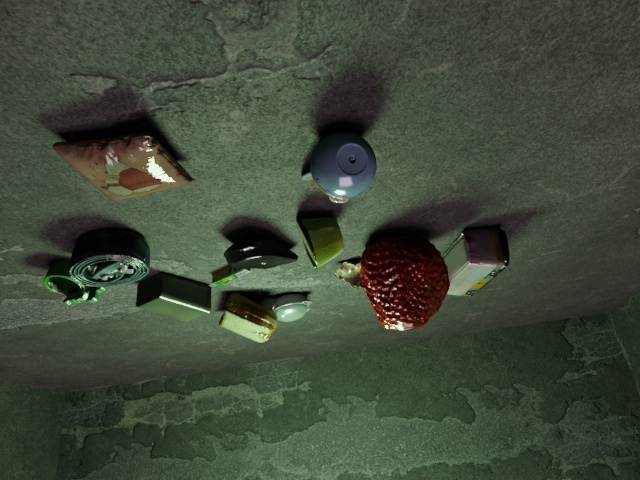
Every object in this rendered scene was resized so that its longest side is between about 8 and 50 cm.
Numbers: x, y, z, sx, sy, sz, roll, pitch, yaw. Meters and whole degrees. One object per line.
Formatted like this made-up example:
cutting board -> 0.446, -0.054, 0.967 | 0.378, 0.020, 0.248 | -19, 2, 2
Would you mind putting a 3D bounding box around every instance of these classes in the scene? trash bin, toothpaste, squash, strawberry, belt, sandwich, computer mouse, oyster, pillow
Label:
trash bin -> -0.570, 0.222, 1.783 | 0.164, 0.122, 0.241 | -22, 148, 26
toothpaste -> -0.340, 0.124, 1.727 | 0.179, 0.043, 0.037 | -24, 147, 30
squash -> 0.000, 0.000, 1.447 | 0.123, 0.170, 0.170 | -16, 156, -11
strawberry -> 0.296, 0.148, 1.608 | 0.313, 0.350, 0.267 | -8, 146, 13
belt -> -0.666, 0.062, 1.428 | 0.268, 0.116, 0.206 | -20, 149, 18
sandwich -> -0.322, 0.358, 2.049 | 0.249, 0.095, 0.273 | 26, 149, -3
computer mouse -> -0.204, 0.041, 1.555 | 0.169, 0.087, 0.295 | -16, 166, 24
oyster -> 0.206, 0.116, 1.836 | 0.295, 0.093, 0.166 | 9, 133, -11
pillow -> -0.442, -0.169, 1.052 | 0.237, 0.083, 0.223 | -7, 155, 5

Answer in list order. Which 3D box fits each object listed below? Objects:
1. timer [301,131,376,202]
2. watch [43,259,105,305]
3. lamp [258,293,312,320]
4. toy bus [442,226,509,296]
timer -> 0.042, -0.157, 1.128 | 0.176, 0.175, 0.255 | 0, 154, -16
watch -> -0.831, 0.127, 1.540 | 0.166, 0.131, 0.152 | -11, 136, 15
lamp -> -0.166, 0.319, 2.103 | 0.246, 0.107, 0.179 | -3, 150, -9
toy bus -> 0.577, 0.093, 1.797 | 0.163, 0.170, 0.386 | 5, 153, -3
